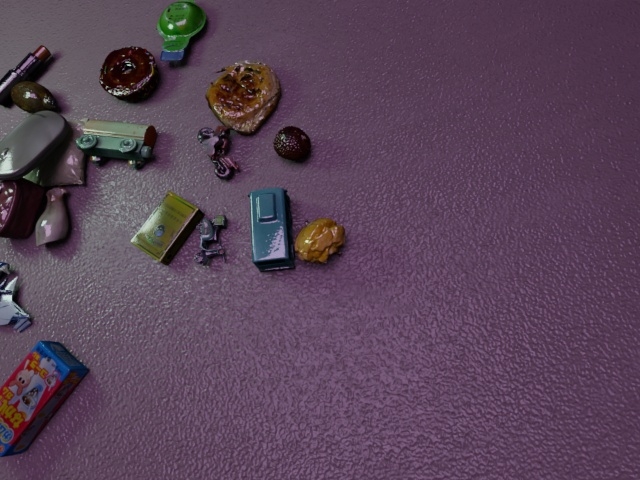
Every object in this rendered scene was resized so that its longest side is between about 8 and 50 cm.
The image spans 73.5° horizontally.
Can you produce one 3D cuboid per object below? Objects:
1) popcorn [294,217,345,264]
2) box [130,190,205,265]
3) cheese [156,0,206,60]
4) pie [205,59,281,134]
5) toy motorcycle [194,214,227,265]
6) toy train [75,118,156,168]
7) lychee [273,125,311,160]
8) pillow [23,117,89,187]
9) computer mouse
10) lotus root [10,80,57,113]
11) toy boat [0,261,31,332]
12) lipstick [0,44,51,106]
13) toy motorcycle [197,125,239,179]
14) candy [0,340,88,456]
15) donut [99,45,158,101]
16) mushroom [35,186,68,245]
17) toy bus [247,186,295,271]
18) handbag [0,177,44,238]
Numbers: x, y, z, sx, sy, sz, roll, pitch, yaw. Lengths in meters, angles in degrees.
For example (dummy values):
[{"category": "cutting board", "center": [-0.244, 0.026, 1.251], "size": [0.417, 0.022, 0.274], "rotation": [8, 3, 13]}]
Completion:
[{"category": "popcorn", "center": [0.000, 0.000, 1.329], "size": [0.167, 0.148, 0.152], "rotation": [-35, 93, 7]}, {"category": "box", "center": [-0.518, -0.043, 1.456], "size": [0.141, 0.064, 0.220], "rotation": [31, 80, 15]}, {"category": "cheese", "center": [-0.564, -0.840, 1.707], "size": [0.203, 0.083, 0.321], "rotation": [3, 70, 7]}, {"category": "pie", "center": [-0.279, -0.542, 1.571], "size": [0.308, 0.085, 0.308], "rotation": [-2, 71, 7]}, {"category": "toy motorcycle", "center": [-0.364, 0.001, 1.423], "size": [0.100, 0.058, 0.173], "rotation": [0, 70, 2]}, {"category": "toy train", "center": [-0.741, -0.368, 1.569], "size": [0.285, 0.116, 0.177], "rotation": [7, 62, 7]}, {"category": "lychee", "center": [-0.099, -0.331, 1.463], "size": [0.129, 0.123, 0.123], "rotation": [12, 72, 40]}, {"category": "pillow", "center": [-1.010, -0.327, 1.608], "size": [0.280, 0.076, 0.274], "rotation": [-5, 74, 7]}, {"category": "computer mouse", "center": [-1.027, -0.343, 1.491], "size": [0.197, 0.095, 0.331], "rotation": [7, 53, 12]}, {"category": "lotus root", "center": [-1.127, -0.559, 1.681], "size": [0.209, 0.120, 0.120], "rotation": [17, 75, 15]}, {"category": "toy boat", "center": [-1.097, 0.183, 1.465], "size": [0.291, 0.070, 0.210], "rotation": [13, 79, 8]}, {"category": "lipstick", "center": [-1.217, -0.674, 1.746], "size": [0.081, 0.081, 0.300], "rotation": [35, 80, 17]}, {"category": "toy motorcycle", "center": [-0.349, -0.322, 1.512], "size": [0.118, 0.084, 0.213], "rotation": [-27, 78, -3]}, {"category": "candy", "center": [-0.891, 0.480, 1.320], "size": [0.157, 0.100, 0.306], "rotation": [34, 81, 16]}, {"category": "donut", "center": [-0.734, -0.643, 1.664], "size": [0.235, 0.089, 0.235], "rotation": [-3, 72, 8]}, {"category": "mushroom", "center": [-0.949, -0.085, 1.514], "size": [0.116, 0.093, 0.225], "rotation": [-9, 75, 27]}, {"category": "toy bus", "center": [-0.154, -0.040, 1.361], "size": [0.128, 0.147, 0.256], "rotation": [-7, 72, 4]}, {"category": "handbag", "center": [-1.094, -0.120, 1.504], "size": [0.146, 0.135, 0.225], "rotation": [19, 89, 14]}]
